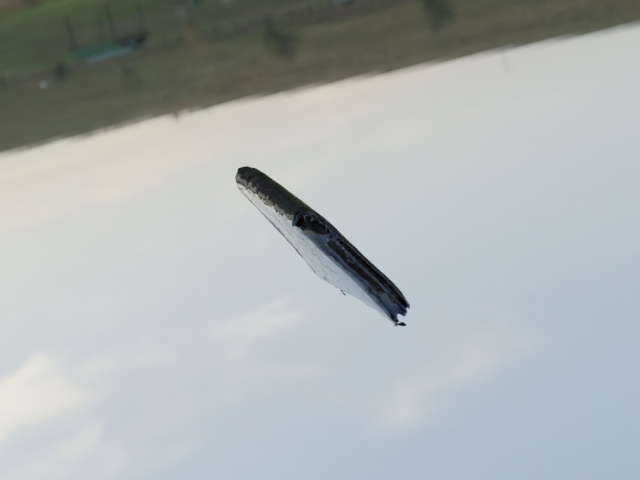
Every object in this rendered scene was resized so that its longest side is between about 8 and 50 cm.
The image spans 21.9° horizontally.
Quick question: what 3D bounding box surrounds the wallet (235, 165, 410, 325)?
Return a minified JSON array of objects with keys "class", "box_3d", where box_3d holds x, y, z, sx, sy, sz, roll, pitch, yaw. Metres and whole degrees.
[{"class":"wallet","box_3d":[0.000,0.000,1.261,0.031,0.122,0.232,-46,-163,-4]}]
